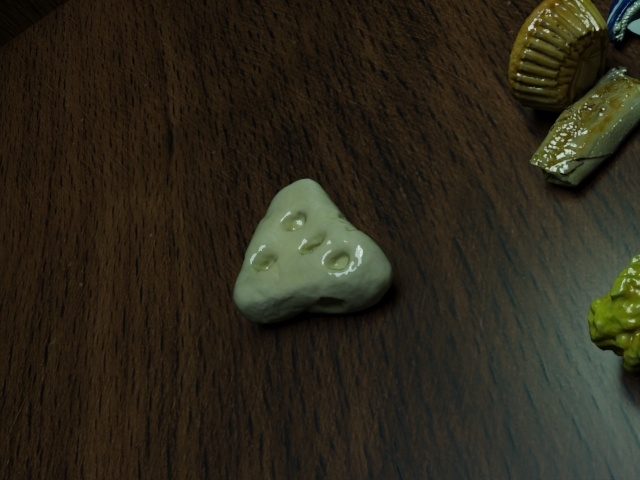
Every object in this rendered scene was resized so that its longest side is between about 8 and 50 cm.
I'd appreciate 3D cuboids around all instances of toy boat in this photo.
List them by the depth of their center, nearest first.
[{"bbox_3d":[0.709,-0.465,1.682,0.291,0.070,0.210,19,72,50],"label":"toy boat"}]

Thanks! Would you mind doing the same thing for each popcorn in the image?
[{"bbox_3d":[0.505,0.111,1.274,0.197,0.197,0.155,-41,59,1],"label":"popcorn"}]

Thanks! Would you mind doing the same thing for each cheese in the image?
[{"bbox_3d":[0.000,0.000,1.781,0.351,0.129,0.328,-13,49,30],"label":"cheese"}]

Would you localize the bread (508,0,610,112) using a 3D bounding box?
[{"bbox_3d":[0.468,-0.362,1.668,0.240,0.240,0.139,-46,52,-6],"label":"bread"}]

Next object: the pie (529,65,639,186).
[{"bbox_3d":[0.521,-0.218,1.620,0.282,0.068,0.128,-48,53,-9],"label":"pie"}]
